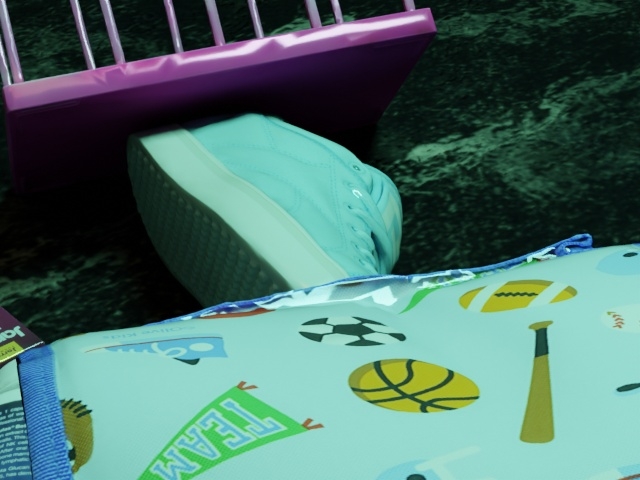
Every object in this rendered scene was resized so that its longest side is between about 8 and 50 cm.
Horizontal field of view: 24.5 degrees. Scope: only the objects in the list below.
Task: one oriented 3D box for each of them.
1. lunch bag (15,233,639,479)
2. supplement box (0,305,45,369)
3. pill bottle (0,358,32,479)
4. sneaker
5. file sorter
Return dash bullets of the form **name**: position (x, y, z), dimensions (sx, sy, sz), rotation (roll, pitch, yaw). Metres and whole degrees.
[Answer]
- **lunch bag**: position (0.062, 0.161, 0.575), dimensions (0.328, 0.238, 0.385), rotation (-10, 43, -13)
- **supplement box**: position (-0.212, 0.072, 0.914), dimensions (0.055, 0.043, 0.083), rotation (-26, 40, -33)
- **pill bottle**: position (-0.146, 0.135, 0.764), dimensions (0.094, 0.094, 0.169), rotation (-5, 33, -2)
- **sneaker**: position (0.000, 0.000, 0.921), dimensions (0.150, 0.135, 0.366), rotation (-20, 37, -17)
- **file sorter**: position (-0.098, -0.171, 1.071), dimensions (0.291, 0.182, 0.202), rotation (-12, -11, -13)
